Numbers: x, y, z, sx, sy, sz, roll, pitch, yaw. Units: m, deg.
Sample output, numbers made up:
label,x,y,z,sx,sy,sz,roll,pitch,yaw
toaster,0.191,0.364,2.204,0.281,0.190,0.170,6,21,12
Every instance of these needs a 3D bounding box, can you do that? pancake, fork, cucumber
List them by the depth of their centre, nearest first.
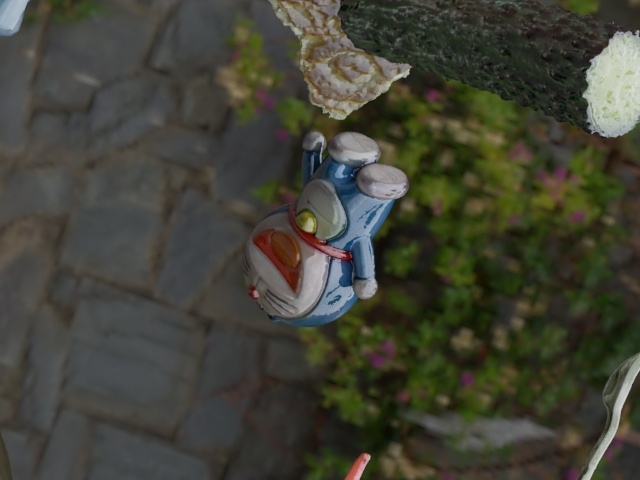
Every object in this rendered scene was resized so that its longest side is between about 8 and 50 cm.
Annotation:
label,x,y,z,sx,sy,sz,roll,pitch,yaw
fork,0.171,0.145,1.155,0.219,0.028,0.034,-54,-168,-22
cucumber,0.139,-0.176,1.553,0.359,0.096,0.096,26,-81,49
pancake,0.020,-0.226,1.795,0.244,0.266,0.057,112,-18,-44

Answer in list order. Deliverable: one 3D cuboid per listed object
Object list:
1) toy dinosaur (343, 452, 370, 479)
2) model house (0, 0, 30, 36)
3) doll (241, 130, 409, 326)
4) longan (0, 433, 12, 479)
label,x,y,z,sx,sy,sz,roll,pitch,yaw
toy dinosaur,-0.039,0.325,1.832,0.070,0.139,0.286,108,-3,-51
model house,-0.242,-0.240,0.897,0.339,0.297,0.360,-34,-159,-20
doll,0.000,0.000,1.219,0.085,0.114,0.152,-5,138,-46
longan,-0.408,0.217,1.322,0.391,0.391,0.391,20,90,-86
